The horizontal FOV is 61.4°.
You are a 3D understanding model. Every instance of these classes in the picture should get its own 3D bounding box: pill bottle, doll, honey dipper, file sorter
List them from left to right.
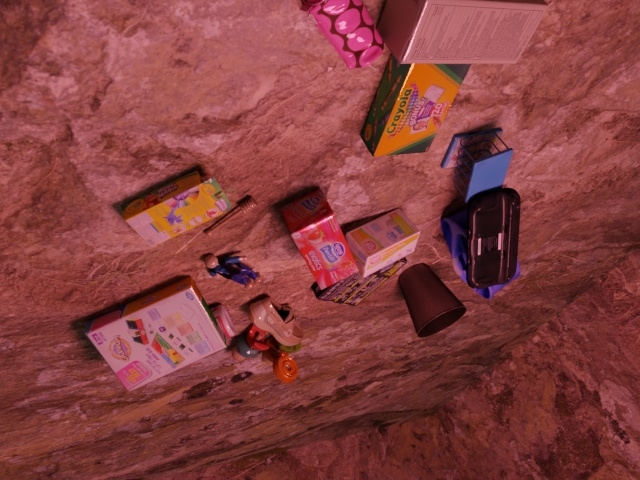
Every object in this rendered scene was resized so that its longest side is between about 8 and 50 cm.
[{"bbox_3d":[-0.369,0.282,1.682,0.180,0.108,0.108,-23,146,-4],"label":"pill bottle"},{"bbox_3d":[-0.232,-0.056,1.385,0.160,0.030,0.030,-34,146,14],"label":"honey dipper"},{"bbox_3d":[-0.254,0.081,1.540,0.129,0.046,0.189,-32,141,25],"label":"doll"},{"bbox_3d":[0.453,-0.213,1.537,0.118,0.104,0.170,-21,146,-9],"label":"file sorter"}]

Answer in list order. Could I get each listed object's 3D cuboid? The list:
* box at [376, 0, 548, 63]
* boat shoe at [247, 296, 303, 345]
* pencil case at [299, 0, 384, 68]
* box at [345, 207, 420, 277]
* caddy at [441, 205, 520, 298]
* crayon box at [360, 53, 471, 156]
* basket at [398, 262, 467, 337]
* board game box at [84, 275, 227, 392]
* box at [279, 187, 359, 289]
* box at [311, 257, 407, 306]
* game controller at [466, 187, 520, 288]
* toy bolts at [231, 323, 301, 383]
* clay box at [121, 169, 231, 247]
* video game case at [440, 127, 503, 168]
[{"bbox_3d":[0.289,-0.455,1.110,0.311,0.121,0.148,-7,142,-26],"label":"box"},{"bbox_3d":[-0.128,0.274,1.839,0.098,0.109,0.302,-33,141,11],"label":"boat shoe"},{"bbox_3d":[0.043,-0.414,1.031,0.209,0.095,0.098,34,79,-51],"label":"pencil case"},{"bbox_3d":[0.185,0.007,1.642,0.203,0.114,0.103,-25,147,-22],"label":"box"},{"bbox_3d":[0.520,0.044,1.813,0.179,0.241,0.341,-32,127,-4],"label":"caddy"},{"bbox_3d":[0.219,-0.331,1.268,0.165,0.081,0.278,-9,143,-25],"label":"crayon box"},{"bbox_3d":[0.392,0.211,1.990,0.204,0.227,0.154,-35,145,12],"label":"basket"},{"bbox_3d":[-0.464,0.271,1.550,0.316,0.064,0.242,-24,119,-4],"label":"board game box"},{"bbox_3d":[0.000,0.000,1.494,0.128,0.123,0.257,-26,135,-1],"label":"box"},{"bbox_3d":[0.133,0.115,1.837,0.216,0.060,0.270,16,129,-46],"label":"box"},{"bbox_3d":[0.517,0.000,1.619,0.166,0.067,0.319,-9,115,-6],"label":"game controller"},{"bbox_3d":[-0.201,0.418,1.919,0.228,0.218,0.158,29,126,-31],"label":"toy bolts"},{"bbox_3d":[-0.332,-0.078,1.266,0.222,0.053,0.127,-26,147,-2],"label":"clay box"},{"bbox_3d":[0.438,-0.266,1.564,0.166,0.015,0.119,-12,144,-21],"label":"video game case"}]
